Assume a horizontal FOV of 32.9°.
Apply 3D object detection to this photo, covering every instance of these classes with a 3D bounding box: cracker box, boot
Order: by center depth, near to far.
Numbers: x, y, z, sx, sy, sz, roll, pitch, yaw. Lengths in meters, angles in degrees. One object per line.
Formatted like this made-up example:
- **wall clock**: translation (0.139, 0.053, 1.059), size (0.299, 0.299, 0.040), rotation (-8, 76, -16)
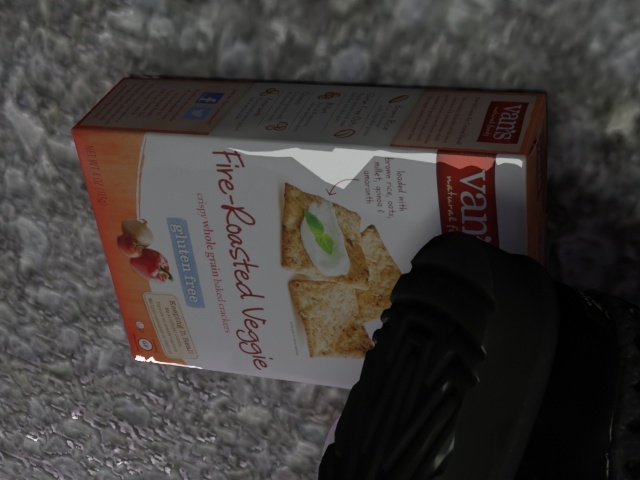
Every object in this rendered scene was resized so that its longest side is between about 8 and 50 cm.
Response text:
- **boot**: translation (0.115, 0.185, 0.500), size (0.260, 0.131, 0.348), rotation (21, 99, -21)
- **cracker box**: translation (0.000, 0.000, 0.572), size (0.232, 0.067, 0.155), rotation (4, 126, 18)

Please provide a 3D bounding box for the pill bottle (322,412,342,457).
- **pill bottle**: translation (0.073, 0.197, 0.651), size (0.121, 0.121, 0.216), rotation (4, 125, 19)
